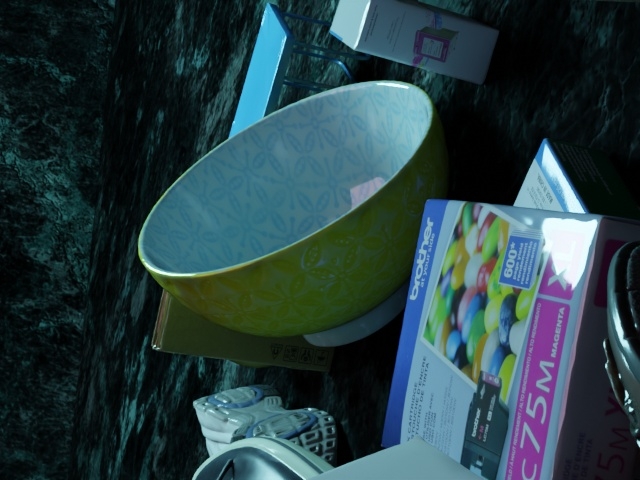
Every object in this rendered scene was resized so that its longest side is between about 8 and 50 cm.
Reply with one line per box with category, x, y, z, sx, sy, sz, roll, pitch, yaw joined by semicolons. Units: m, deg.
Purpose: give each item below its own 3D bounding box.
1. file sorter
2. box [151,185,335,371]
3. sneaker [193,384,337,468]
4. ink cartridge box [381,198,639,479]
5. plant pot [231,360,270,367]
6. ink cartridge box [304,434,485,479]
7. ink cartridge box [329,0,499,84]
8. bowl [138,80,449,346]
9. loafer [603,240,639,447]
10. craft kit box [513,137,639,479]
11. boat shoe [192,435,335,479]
file sorter;-0.024;-0.154;1.602;0.118;0.104;0.170;-115;38;-61
box;-0.059;0.040;1.446;0.021;0.201;0.164;15;94;57
sneaker;-0.047;0.236;1.502;0.297;0.111;0.129;-158;58;-72
ink cartridge box;0.114;0.070;0.944;0.311;0.065;0.186;-167;88;-74
plant pot;-0.067;0.086;1.595;0.095;0.134;0.134;78;-168;-63
ink cartridge box;0.089;0.268;0.768;0.307;0.129;0.223;25;128;62
ink cartridge box;0.081;-0.180;1.260;0.088;0.122;0.052;-129;55;-67
bowl;0.000;0.000;1.298;0.156;0.289;0.289;60;180;-26
loafer;0.184;0.101;0.671;0.267;0.096;0.084;-106;27;-55
craft kit box;0.159;0.100;0.969;0.250;0.061;0.247;-105;33;-54
boat shoe;-0.037;0.282;1.199;0.500;0.156;0.187;7;117;67
